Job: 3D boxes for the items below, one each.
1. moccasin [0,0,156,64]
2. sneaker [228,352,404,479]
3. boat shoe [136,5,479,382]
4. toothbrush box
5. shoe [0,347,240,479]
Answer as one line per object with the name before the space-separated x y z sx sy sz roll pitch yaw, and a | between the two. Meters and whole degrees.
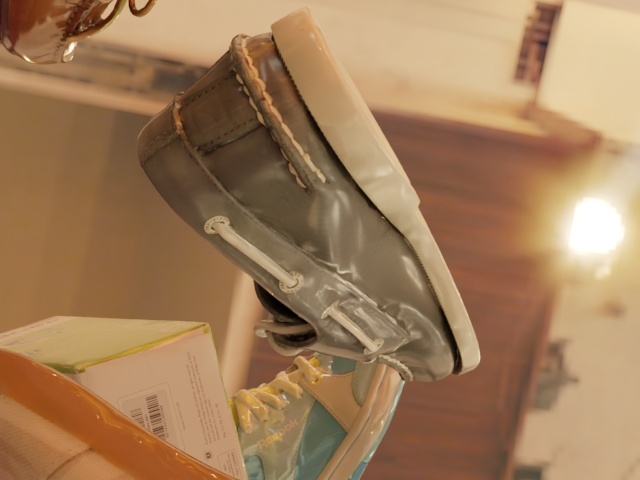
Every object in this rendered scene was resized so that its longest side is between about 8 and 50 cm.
moccasin | -0.164 -0.235 1.404 0.380 0.147 0.139 121 -29 -61
sneaker | -0.057 0.155 1.737 0.319 0.208 0.127 -63 -170 -3
boat shoe | 0.000 0.000 0.913 0.116 0.099 0.319 63 2 26
toothbrush box | -0.179 0.175 1.526 0.283 0.122 0.206 0 -75 59
shoe | -0.057 0.081 0.506 0.219 0.076 0.058 17 -114 50
